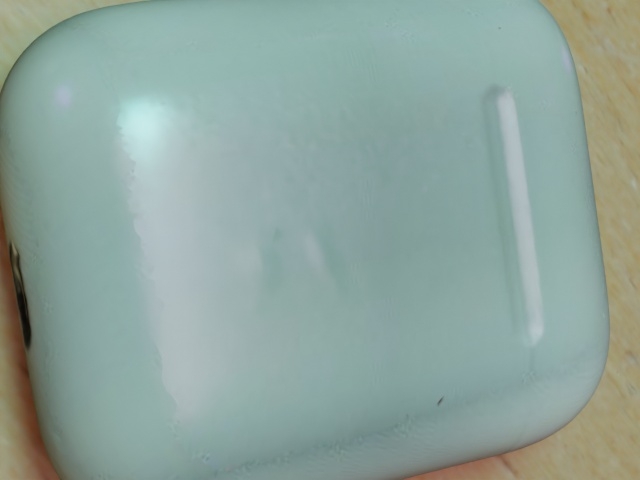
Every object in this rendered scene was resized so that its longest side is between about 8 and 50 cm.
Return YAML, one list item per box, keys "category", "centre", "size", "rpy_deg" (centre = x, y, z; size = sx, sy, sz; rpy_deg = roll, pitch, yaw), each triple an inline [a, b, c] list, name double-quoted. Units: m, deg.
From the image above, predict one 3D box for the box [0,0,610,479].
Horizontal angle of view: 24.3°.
- category: "box"
  centre: [-0.001, 0.000, 0.843]
  size: [0.348, 0.141, 0.289]
  rpy_deg: [-10, 93, -24]
